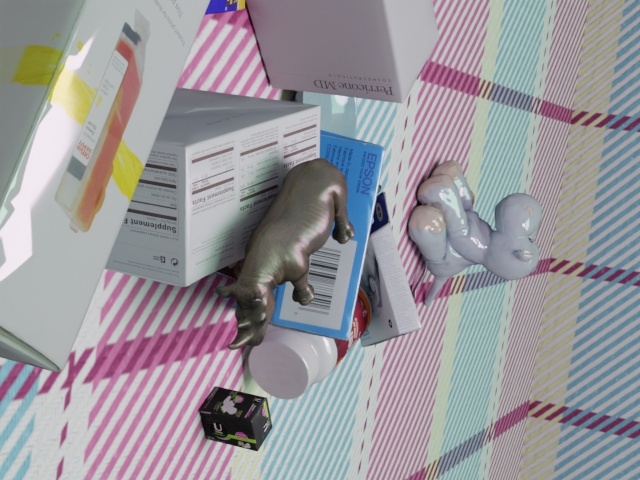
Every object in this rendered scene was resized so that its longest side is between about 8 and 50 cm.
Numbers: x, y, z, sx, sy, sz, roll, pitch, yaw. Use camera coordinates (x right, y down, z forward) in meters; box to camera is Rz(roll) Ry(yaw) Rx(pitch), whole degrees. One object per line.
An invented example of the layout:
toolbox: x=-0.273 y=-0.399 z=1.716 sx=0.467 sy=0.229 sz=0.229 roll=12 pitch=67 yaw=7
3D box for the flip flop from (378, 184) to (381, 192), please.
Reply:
flip flop: x=0.005 y=-0.069 z=1.812 sx=0.080 sy=0.112 sz=0.277 roll=-62 pitch=168 yaw=25

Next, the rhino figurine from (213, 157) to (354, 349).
rhino figurine: x=-0.039 y=0.015 z=1.226 sx=0.243 sy=0.073 sz=0.106 roll=-58 pitch=151 yaw=-30

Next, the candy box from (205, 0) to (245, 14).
candy box: x=-0.192 y=-0.357 z=1.201 sx=0.317 sy=0.122 sz=0.268 roll=-31 pitch=127 yaw=-62

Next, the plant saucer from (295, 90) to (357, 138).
plant saucer: x=0.002 y=-0.204 z=1.798 sx=0.195 sy=0.037 sz=0.194 roll=-5 pitch=95 yaw=-64

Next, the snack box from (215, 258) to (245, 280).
snack box: x=-0.137 y=0.011 z=1.581 sx=0.178 sy=0.022 sz=0.064 roll=32 pitch=68 yaw=-71

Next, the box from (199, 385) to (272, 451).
box: x=-0.117 y=0.249 z=1.657 sx=0.052 sy=0.083 sz=0.062 roll=-55 pitch=146 yaw=-45

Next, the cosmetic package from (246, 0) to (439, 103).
cosmetic package: x=0.012 y=-0.378 z=1.554 sx=0.156 sy=0.217 sz=0.385 roll=-61 pitch=148 yaw=-37

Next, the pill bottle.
pill bottle: x=-0.015 y=0.145 z=1.807 sx=0.221 sy=0.121 sz=0.121 roll=-45 pitch=138 yaw=-54

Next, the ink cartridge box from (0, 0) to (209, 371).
ink cartridge box: x=-0.274 y=-0.122 z=0.905 sx=0.160 sy=0.279 sz=0.384 roll=56 pitch=49 yaw=-60

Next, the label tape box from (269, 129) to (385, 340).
label tape box: x=-0.020 y=-0.005 z=1.551 sx=0.334 sy=0.106 sz=0.240 roll=175 pitch=-74 yaw=-80

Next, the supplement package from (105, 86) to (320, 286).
supplement package: x=-0.151 y=-0.068 z=1.282 sx=0.262 sy=0.204 sz=0.145 roll=-26 pitch=121 yaw=-57

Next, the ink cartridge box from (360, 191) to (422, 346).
ink cartridge box: x=0.083 y=0.052 z=1.911 sx=0.223 sy=0.045 sz=0.223 roll=140 pitch=-64 yaw=-73

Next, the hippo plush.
hippo plush: x=0.317 y=-0.007 z=2.370 sx=0.234 sy=0.237 sz=0.294 roll=28 pitch=73 yaw=-66
